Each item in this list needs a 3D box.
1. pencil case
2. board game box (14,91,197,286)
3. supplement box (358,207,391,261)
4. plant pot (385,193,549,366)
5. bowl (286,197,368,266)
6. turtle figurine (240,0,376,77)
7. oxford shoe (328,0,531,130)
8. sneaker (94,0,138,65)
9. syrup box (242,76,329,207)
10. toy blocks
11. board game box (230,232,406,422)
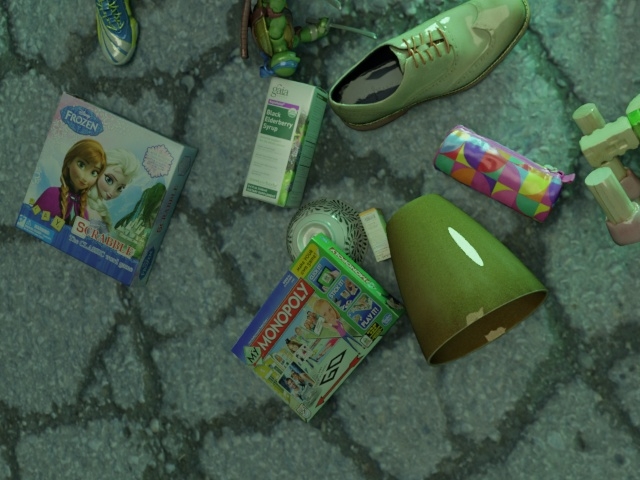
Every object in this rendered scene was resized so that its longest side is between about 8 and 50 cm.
[{"bbox_3d":[0.322,-0.124,1.315,0.236,0.104,0.104,26,98,15],"label":"pencil case"},{"bbox_3d":[-0.460,-0.110,1.569,0.318,0.066,0.318,24,97,15],"label":"board game box"},{"bbox_3d":[0.111,-0.010,1.398,0.036,0.062,0.098,-22,85,15],"label":"supplement box"},{"bbox_3d":[0.228,0.050,1.295,0.237,0.237,0.254,-35,67,14],"label":"plant pot"},{"bbox_3d":[0.000,0.000,1.423,0.170,0.080,0.170,0,90,18],"label":"bowl"},{"bbox_3d":[-0.039,-0.456,1.360,0.274,0.197,0.266,-27,80,42],"label":"turtle figurine"},{"bbox_3d":[0.194,-0.323,1.324,0.397,0.146,0.140,-32,81,15],"label":"oxford shoe"},{"bbox_3d":[-0.445,-0.491,1.529,0.091,0.126,0.240,-2,90,17],"label":"sneaker"},{"bbox_3d":[-0.067,-0.188,1.433,0.093,0.096,0.237,16,96,17],"label":"syrup box"},{"bbox_3d":[0.596,-0.124,1.196,0.288,0.309,0.260,-30,115,27],"label":"toy blocks"},{"bbox_3d":[-0.012,0.171,1.398,0.213,0.046,0.317,41,119,10],"label":"board game box"}]
